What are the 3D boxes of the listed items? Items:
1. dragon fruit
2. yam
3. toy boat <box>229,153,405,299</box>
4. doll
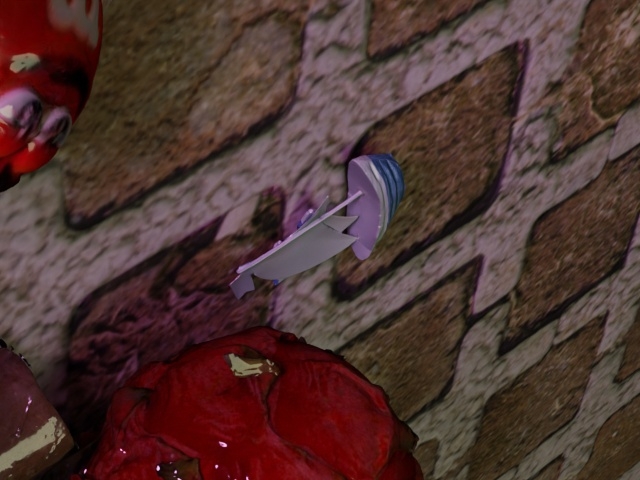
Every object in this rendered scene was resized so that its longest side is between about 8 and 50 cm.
[{"bbox_3d":[-0.047,0.170,1.241,0.299,0.244,0.244,-10,133,-52],"label":"dragon fruit"},{"bbox_3d":[-0.215,0.131,1.103,0.127,0.084,0.084,-41,152,-19],"label":"yam"},{"bbox_3d":[0.006,0.000,1.314,0.149,0.034,0.105,-48,151,-3],"label":"toy boat"},{"bbox_3d":[-0.146,-0.109,0.859,0.217,0.085,0.183,-66,156,-11],"label":"doll"}]
